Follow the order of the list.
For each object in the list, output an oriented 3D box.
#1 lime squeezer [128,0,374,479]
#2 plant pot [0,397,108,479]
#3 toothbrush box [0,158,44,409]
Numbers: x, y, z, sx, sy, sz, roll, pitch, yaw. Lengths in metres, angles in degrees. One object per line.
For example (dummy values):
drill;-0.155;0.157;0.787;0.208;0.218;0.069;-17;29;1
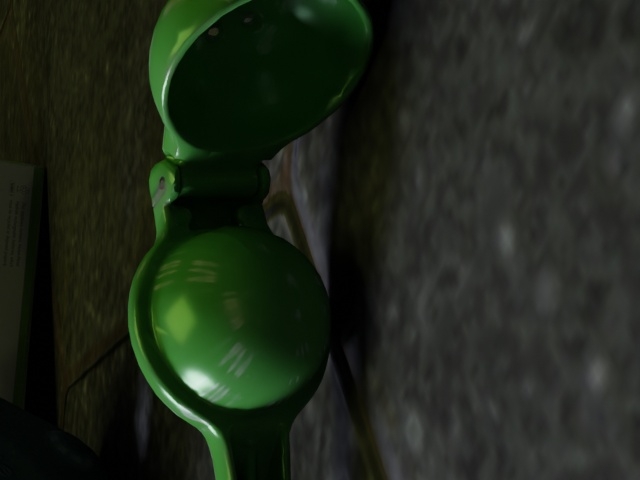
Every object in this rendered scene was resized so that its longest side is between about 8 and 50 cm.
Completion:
lime squeezer;0.000;0.000;0.319;0.110;0.059;0.310;20;108;36
plant pot;-0.202;0.178;0.522;0.252;0.248;0.247;-52;29;5
toothbrush box;-0.258;0.097;0.814;0.283;0.122;0.206;131;144;-55
